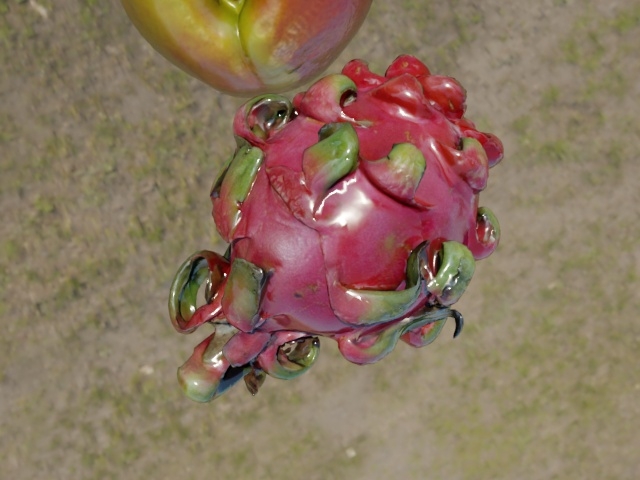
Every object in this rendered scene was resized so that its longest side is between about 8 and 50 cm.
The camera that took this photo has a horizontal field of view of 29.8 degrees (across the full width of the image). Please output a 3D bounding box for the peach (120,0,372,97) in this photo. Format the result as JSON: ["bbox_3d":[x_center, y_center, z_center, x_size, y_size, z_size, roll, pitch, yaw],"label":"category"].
[{"bbox_3d":[-0.081,-0.317,1.293,0.307,0.332,0.308,-2,121,-3],"label":"peach"}]

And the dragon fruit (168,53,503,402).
[{"bbox_3d":[0.005,-0.007,0.883,0.272,0.198,0.218,-25,118,33],"label":"dragon fruit"}]
